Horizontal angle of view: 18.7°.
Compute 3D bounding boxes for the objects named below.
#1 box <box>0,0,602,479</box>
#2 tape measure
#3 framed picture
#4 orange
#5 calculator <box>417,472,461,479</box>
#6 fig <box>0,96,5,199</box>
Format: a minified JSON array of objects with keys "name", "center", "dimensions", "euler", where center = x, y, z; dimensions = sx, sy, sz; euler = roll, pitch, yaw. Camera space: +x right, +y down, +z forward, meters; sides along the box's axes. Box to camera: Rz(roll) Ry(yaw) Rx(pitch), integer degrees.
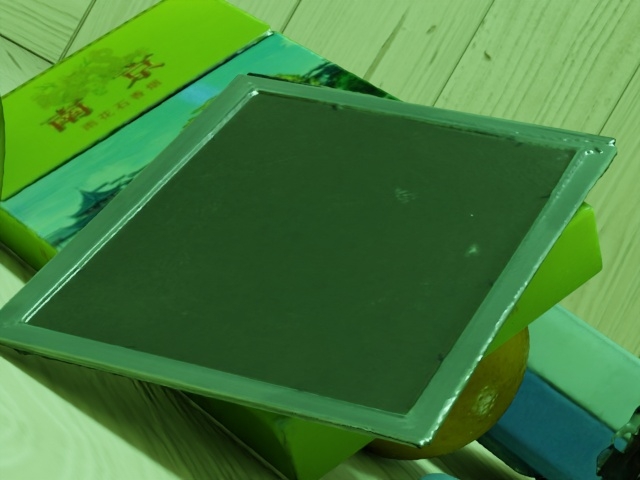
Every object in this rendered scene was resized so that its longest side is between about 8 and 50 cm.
[{"name":"box","center":[-0.041,-0.019,0.974],"dimensions":[0.335,0.187,0.047],"euler":[33,-30,45]},{"name":"tape measure","center":[0.112,0.076,1.202],"dimensions":[0.351,0.098,0.215],"euler":[40,-1,43]},{"name":"framed picture","center":[0.000,0.000,0.844],"dimensions":[0.197,0.014,0.252],"euler":[12,34,21]},{"name":"orange","center":[0.032,0.048,1.028],"dimensions":[0.156,0.124,0.156],"euler":[30,-14,8]},{"name":"calculator","center":[0.121,0.161,0.840],"dimensions":[0.210,0.039,0.121],"euler":[28,3,-20]},{"name":"fig","center":[-0.157,-0.004,0.466],"dimensions":[0.148,0.186,0.142],"euler":[49,-43,-8]}]
